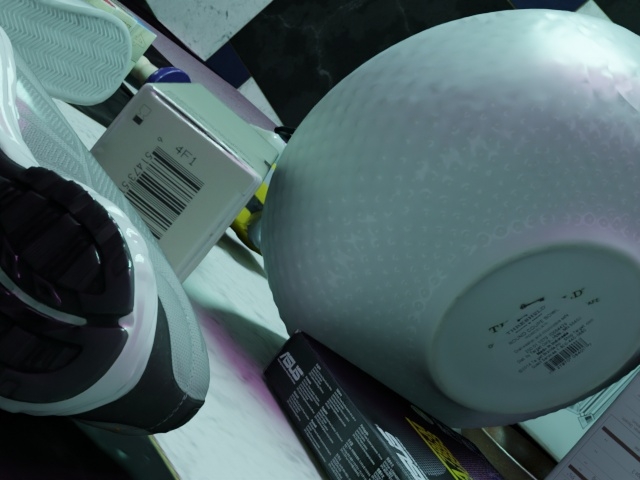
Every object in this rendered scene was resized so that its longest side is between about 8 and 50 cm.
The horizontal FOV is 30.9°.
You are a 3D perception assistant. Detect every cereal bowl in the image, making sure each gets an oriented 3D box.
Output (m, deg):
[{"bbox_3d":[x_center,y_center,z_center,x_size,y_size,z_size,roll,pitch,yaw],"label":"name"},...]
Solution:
[{"bbox_3d":[0.133,0.016,0.816,0.339,0.339,0.141,35,23,-34],"label":"cereal bowl"}]

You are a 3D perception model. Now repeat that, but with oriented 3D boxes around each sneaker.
[{"bbox_3d":[-0.138,-0.012,0.514,0.271,0.100,0.108,50,1,36],"label":"sneaker"},{"bbox_3d":[-0.287,-0.180,0.834,0.169,0.108,0.292,27,3,28],"label":"sneaker"}]

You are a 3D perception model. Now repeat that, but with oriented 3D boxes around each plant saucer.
[{"bbox_3d":[0.188,0.211,1.058,0.168,0.029,0.168,40,7,-5],"label":"plant saucer"}]

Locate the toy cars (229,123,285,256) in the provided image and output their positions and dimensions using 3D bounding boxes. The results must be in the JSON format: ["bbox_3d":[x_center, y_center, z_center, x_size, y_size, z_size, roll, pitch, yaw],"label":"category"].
[{"bbox_3d":[0.000,0.000,1.034,0.393,0.087,0.176,41,-9,9],"label":"toy cars"}]

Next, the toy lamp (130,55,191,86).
[{"bbox_3d":[-0.275,-0.267,1.525,0.274,0.080,0.080,42,7,30],"label":"toy lamp"}]

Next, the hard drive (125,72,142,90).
[{"bbox_3d":[-0.258,-0.235,1.651,0.094,0.022,0.135,37,7,-25],"label":"hard drive"}]

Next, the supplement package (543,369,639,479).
[{"bbox_3d":[0.235,0.180,0.854,0.105,0.179,0.105,42,7,19],"label":"supplement package"}]

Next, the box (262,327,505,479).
[{"bbox_3d":[0.068,0.152,0.718,0.184,0.045,0.191,38,5,-31],"label":"box"}]

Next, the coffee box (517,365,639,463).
[{"bbox_3d":[0.368,0.113,1.266,0.334,0.338,0.337,42,3,-41],"label":"coffee box"}]

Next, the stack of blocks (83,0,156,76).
[{"bbox_3d":[-0.339,-0.295,1.308,0.171,0.087,0.297,42,7,28],"label":"stack of blocks"}]

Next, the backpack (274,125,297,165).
[{"bbox_3d":[-0.013,-0.047,1.330,0.182,0.115,0.152,41,-5,26],"label":"backpack"}]

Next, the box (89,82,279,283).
[{"bbox_3d":[-0.100,-0.042,0.813,0.094,0.113,0.275,39,7,-4],"label":"box"}]
